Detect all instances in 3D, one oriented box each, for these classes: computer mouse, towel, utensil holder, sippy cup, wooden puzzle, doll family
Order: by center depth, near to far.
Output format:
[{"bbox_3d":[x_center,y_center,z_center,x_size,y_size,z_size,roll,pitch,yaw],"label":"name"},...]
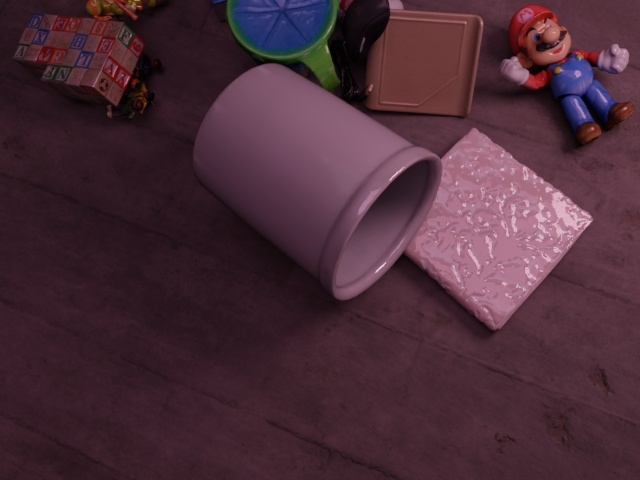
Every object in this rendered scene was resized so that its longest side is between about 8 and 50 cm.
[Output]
[{"bbox_3d":[-0.013,-0.124,1.394,0.385,0.327,0.328,37,84,21],"label":"utensil holder"},{"bbox_3d":[0.343,-0.030,1.499,0.332,0.053,0.317,42,84,15],"label":"towel"},{"bbox_3d":[0.079,-0.409,1.532,0.060,0.262,0.184,-10,78,-24],"label":"computer mouse"},{"bbox_3d":[0.220,-0.387,1.551,0.238,0.044,0.221,7,118,7],"label":"wooden puzzle"},{"bbox_3d":[-0.076,-0.464,1.570,0.239,0.224,0.306,-1,81,3],"label":"sippy cup"},{"bbox_3d":[-0.436,-0.366,1.680,0.111,0.076,0.193,-9,77,21],"label":"doll family"}]

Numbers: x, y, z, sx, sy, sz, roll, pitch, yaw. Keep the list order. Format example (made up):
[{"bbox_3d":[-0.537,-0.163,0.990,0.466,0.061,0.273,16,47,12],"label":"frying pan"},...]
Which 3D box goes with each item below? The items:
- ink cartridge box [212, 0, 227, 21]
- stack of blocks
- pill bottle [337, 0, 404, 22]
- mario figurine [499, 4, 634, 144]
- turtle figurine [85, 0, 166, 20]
[{"bbox_3d":[-0.199,-0.652,1.713,0.148,0.086,0.203,-15,75,4],"label":"ink cartridge box"},{"bbox_3d":[-0.580,-0.428,1.672,0.297,0.087,0.171,14,76,27],"label":"stack of blocks"},{"bbox_3d":[0.111,-0.524,1.618,0.121,0.121,0.221,-43,75,-4],"label":"pill bottle"},{"bbox_3d":[0.513,-0.364,1.493,0.198,0.170,0.321,-28,80,-35],"label":"mario figurine"},{"bbox_3d":[-0.469,-0.563,1.681,0.269,0.087,0.217,24,41,28],"label":"turtle figurine"}]
